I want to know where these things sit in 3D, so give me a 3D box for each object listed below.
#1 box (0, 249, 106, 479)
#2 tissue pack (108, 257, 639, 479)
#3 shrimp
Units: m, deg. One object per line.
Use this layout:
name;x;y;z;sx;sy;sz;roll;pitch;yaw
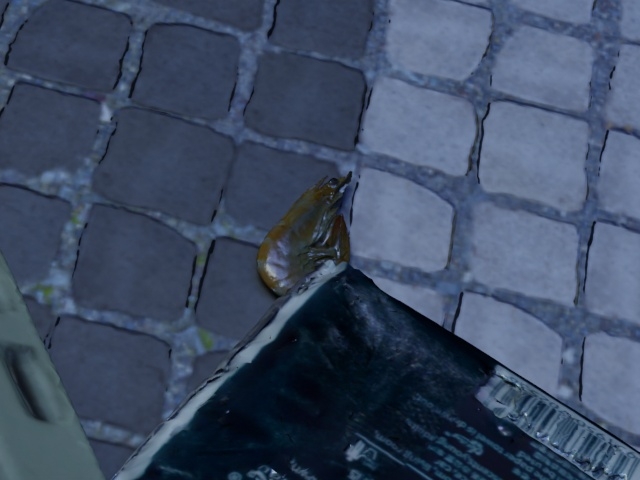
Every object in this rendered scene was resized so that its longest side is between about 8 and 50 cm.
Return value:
box;-0.250;0.180;0.844;0.090;0.367;0.373;26;26;-48
tissue pack;0.090;0.240;0.913;0.416;0.253;0.264;31;39;10
shrimp;0.000;0.000;1.212;0.059;0.023;0.108;40;58;3
